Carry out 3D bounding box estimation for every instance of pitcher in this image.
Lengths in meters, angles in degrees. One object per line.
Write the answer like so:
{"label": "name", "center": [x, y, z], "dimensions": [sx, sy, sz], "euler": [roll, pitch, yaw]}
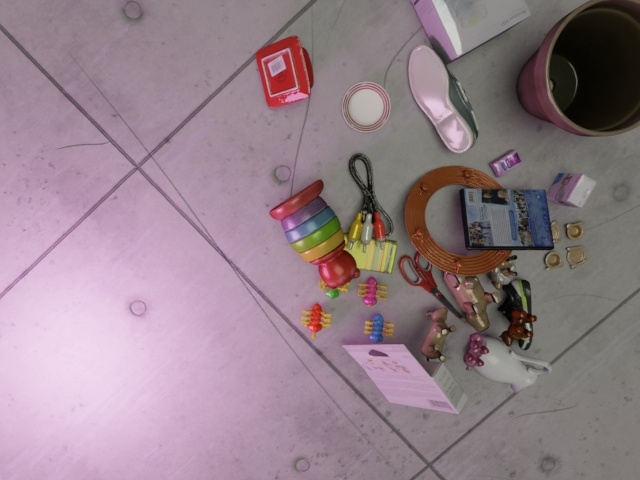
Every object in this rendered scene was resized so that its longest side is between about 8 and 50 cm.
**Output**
{"label": "pitcher", "center": [0.578, 0.373, 1.413], "dimensions": [0.207, 0.125, 0.178], "euler": [32, 136, -11]}

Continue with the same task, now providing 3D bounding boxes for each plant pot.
{"label": "plant pot", "center": [0.677, -0.433, 1.217], "dimensions": [0.323, 0.280, 0.323], "euler": [-1, 100, -3]}

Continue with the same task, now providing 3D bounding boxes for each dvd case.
{"label": "dvd case", "center": [0.525, -0.060, 1.301], "dimensions": [0.253, 0.022, 0.180], "euler": [0, 75, -5]}

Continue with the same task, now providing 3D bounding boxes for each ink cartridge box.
{"label": "ink cartridge box", "center": [0.235, 0.373, 1.328], "dimensions": [0.066, 0.296, 0.261], "euler": [-45, 103, -31]}
{"label": "ink cartridge box", "center": [0.733, -0.148, 1.350], "dimensions": [0.052, 0.122, 0.088], "euler": [26, 97, -8]}

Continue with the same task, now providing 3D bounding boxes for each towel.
{"label": "towel", "center": [0.110, 0.033, 1.393], "dimensions": [0.237, 0.021, 0.102], "euler": [10, 94, -5]}

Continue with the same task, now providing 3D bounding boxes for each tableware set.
{"label": "tableware set", "center": [0.761, 0.015, 1.433], "dimensions": [0.141, 0.020, 0.168], "euler": [-12, 101, -2]}

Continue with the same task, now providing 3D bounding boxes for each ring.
{"label": "ring", "center": [0.410, -0.064, 1.319], "dimensions": [0.337, 0.032, 0.336], "euler": [1, 74, -4]}

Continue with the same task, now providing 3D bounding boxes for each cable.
{"label": "cable", "center": [0.148, -0.109, 1.337], "dimensions": [0.140, 0.072, 0.287], "euler": [-1, 98, -2]}

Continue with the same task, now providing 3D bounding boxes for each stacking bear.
{"label": "stacking bear", "center": [0.000, 0.000, 1.293], "dimensions": [0.175, 0.164, 0.289], "euler": [-31, 99, 11]}

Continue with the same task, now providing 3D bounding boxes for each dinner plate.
{"label": "dinner plate", "center": [0.131, -0.382, 1.322], "dimensions": [0.141, 0.017, 0.141], "euler": [-1, 100, -5]}

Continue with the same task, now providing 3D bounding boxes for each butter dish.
{"label": "butter dish", "center": [-0.076, -0.456, 1.251], "dimensions": [0.160, 0.118, 0.159], "euler": [-3, 106, 39]}

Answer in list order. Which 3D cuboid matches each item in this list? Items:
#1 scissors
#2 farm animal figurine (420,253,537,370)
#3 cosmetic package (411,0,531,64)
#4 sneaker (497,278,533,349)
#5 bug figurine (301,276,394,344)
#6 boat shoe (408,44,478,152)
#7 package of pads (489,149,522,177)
{"label": "scissors", "center": [0.346, 0.161, 1.431], "dimensions": [0.109, 0.021, 0.297], "euler": [-32, 103, -7]}
{"label": "farm animal figurine", "center": [0.438, 0.204, 1.367], "dimensions": [0.331, 0.172, 0.326], "euler": [-9, 83, -7]}
{"label": "cosmetic package", "center": [0.396, -0.634, 1.237], "dimensions": [0.224, 0.138, 0.224], "euler": [-30, 102, 2]}
{"label": "sneaker", "center": [0.608, 0.227, 1.443], "dimensions": [0.097, 0.084, 0.234], "euler": [-3, 99, 20]}
{"label": "bug figurine", "center": [0.088, 0.206, 1.394], "dimensions": [0.279, 0.072, 0.216], "euler": [10, 93, -1]}
{"label": "boat shoe", "center": [0.355, -0.404, 1.311], "dimensions": [0.099, 0.116, 0.319], "euler": [-32, 95, -42]}
{"label": "package of pads", "center": [0.552, -0.229, 1.370], "dimensions": [0.083, 0.032, 0.050], "euler": [-32, 103, 2]}
